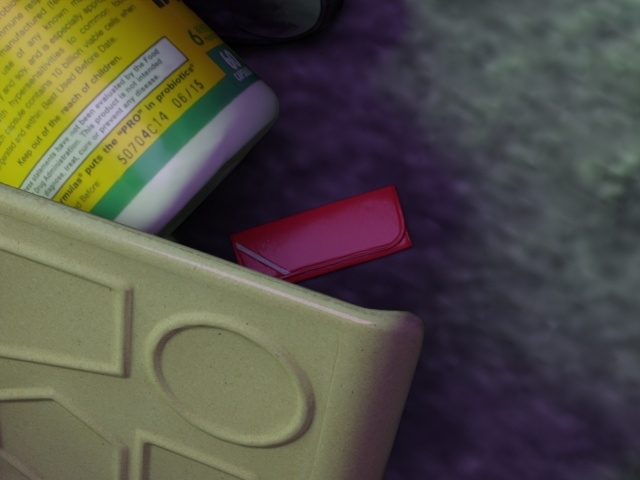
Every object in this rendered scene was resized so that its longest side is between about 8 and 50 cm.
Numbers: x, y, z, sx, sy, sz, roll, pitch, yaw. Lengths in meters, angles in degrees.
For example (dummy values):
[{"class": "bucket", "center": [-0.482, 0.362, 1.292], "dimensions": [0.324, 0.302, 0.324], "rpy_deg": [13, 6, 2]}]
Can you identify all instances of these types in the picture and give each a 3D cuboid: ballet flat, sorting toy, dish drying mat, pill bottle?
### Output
[{"class": "ballet flat", "center": [-0.072, -0.124, 0.516], "dimensions": [0.173, 0.049, 0.058], "rpy_deg": [10, 115, 11]}, {"class": "sorting toy", "center": [-0.073, 0.066, 0.439], "dimensions": [0.208, 0.193, 0.038], "rpy_deg": [16, 42, 5]}, {"class": "dish drying mat", "center": [0.000, 0.000, 0.504], "dimensions": [0.083, 0.008, 0.032], "rpy_deg": [-17, 81, 4]}, {"class": "pill bottle", "center": [-0.128, -0.090, 0.453], "dimensions": [0.208, 0.117, 0.117], "rpy_deg": [44, 89, -4]}]
